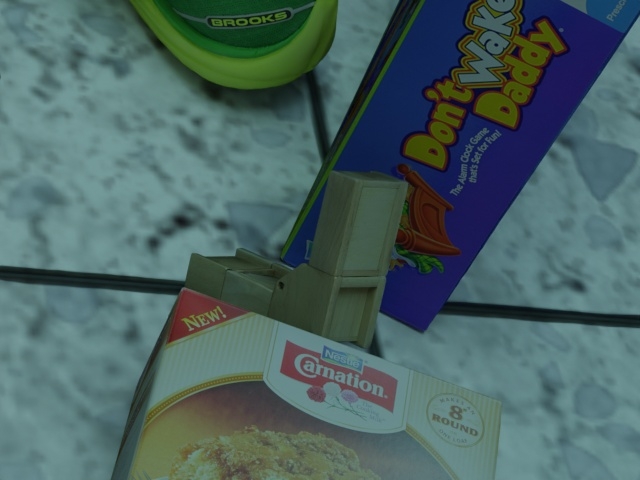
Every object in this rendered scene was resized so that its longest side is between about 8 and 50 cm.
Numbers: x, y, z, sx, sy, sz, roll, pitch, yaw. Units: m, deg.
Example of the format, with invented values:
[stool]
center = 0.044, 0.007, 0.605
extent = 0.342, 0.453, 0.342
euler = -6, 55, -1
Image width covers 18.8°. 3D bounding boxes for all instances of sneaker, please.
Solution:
[sneaker]
center = -0.095, -0.203, 0.942
extent = 0.295, 0.123, 0.109
euler = 40, 47, 11

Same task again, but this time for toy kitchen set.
[toy kitchen set]
center = 0.000, 0.000, 0.831
extent = 0.083, 0.075, 0.068
euler = 22, 15, 40

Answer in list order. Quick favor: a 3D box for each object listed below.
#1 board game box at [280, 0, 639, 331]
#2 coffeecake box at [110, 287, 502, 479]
[board game box]
center = 0.105, -0.156, 0.922
extent = 0.078, 0.233, 0.347
euler = 27, 45, -3
[coffeecake box]
center = -0.014, 0.126, 0.737
extent = 0.142, 0.068, 0.185
euler = 20, 46, -8
